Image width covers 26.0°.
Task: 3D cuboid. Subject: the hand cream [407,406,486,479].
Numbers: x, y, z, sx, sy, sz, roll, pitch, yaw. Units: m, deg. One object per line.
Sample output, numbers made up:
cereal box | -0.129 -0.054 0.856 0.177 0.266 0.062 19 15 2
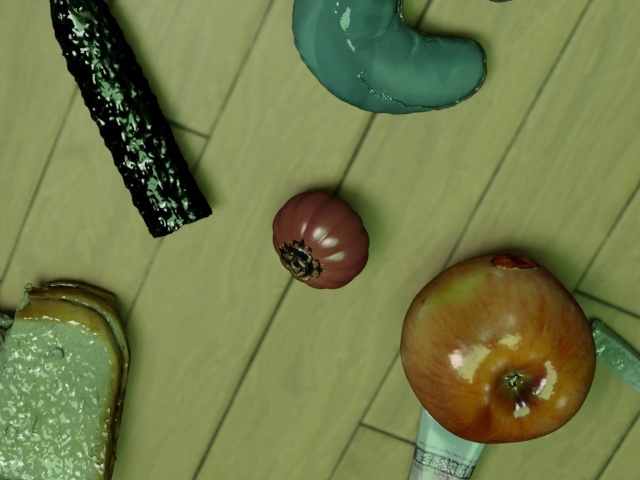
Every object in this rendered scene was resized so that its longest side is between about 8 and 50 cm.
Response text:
hand cream | 0.121 0.322 1.608 0.085 0.058 0.331 20 111 12

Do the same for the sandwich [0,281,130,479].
sandwich | -0.347 0.154 1.501 0.273 0.095 0.249 8 112 -3

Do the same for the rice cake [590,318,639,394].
rice cake | 0.352 0.148 1.533 0.171 0.029 0.033 39 113 -18

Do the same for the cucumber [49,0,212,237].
cucumber | -0.194 -0.135 1.374 0.072 0.072 0.300 -19 114 9

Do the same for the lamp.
lamp | 0.000 0.000 1.426 0.107 0.092 0.107 23 137 23

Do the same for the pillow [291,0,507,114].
pillow | 0.085 -0.224 1.325 0.214 0.086 0.233 17 116 -14

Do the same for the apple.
apple | 0.185 0.115 1.443 0.209 0.164 0.209 -1 116 -2
